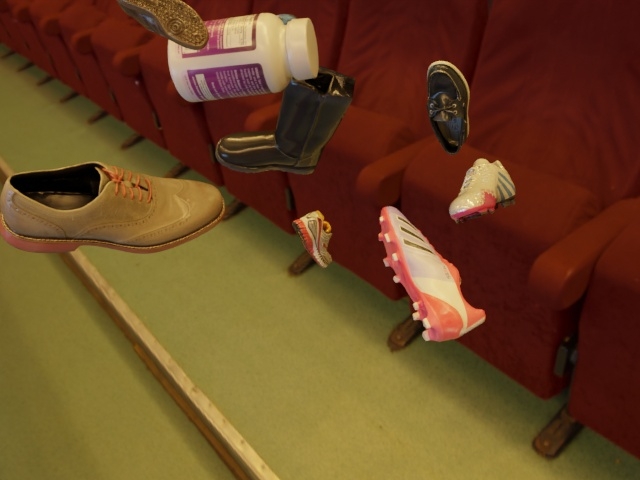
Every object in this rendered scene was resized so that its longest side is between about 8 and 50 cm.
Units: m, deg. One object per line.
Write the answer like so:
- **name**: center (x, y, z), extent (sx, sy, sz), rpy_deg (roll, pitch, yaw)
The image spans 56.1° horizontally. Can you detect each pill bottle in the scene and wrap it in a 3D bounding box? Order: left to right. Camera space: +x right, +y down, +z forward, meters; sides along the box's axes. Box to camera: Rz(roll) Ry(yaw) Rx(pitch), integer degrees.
- **pill bottle**: center (-0.163, -0.402, 1.315), extent (0.302, 0.169, 0.169), rpy_deg (-3, 42, 11)

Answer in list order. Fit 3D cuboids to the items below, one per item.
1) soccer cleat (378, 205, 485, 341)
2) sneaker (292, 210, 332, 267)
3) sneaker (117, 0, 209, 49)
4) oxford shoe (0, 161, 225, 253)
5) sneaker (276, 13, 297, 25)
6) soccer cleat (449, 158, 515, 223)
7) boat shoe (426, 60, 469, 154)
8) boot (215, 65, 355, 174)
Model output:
- **soccer cleat**: center (0.162, 0.043, 0.929), extent (0.095, 0.083, 0.248), rpy_deg (-15, 53, -8)
- **sneaker**: center (0.000, 0.000, 1.719), extent (0.093, 0.225, 0.088), rpy_deg (-35, 56, -7)
- **sneaker**: center (-0.276, -0.395, 1.069), extent (0.188, 0.071, 0.066), rpy_deg (35, 80, 0)
- **oxford shoe**: center (-0.306, -0.057, 0.936), extent (0.349, 0.130, 0.122), rpy_deg (-9, 62, -30)
- **sneaker**: center (-0.142, -0.601, 1.747), extent (0.209, 0.069, 0.082), rpy_deg (-23, 64, -31)
- **soccer cleat**: center (0.399, -0.133, 1.531), extent (0.116, 0.143, 0.331), rpy_deg (-19, -1, 35)
- **boat shoe**: center (0.397, -0.403, 1.893), extent (0.127, 0.340, 0.113), rpy_deg (9, 59, 22)
- **boot**: center (-0.123, -0.373, 1.886), extent (0.367, 0.445, 0.146), rpy_deg (0, 70, -16)
